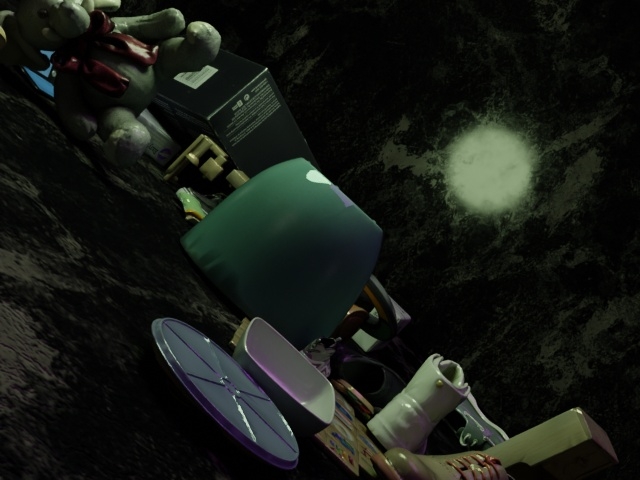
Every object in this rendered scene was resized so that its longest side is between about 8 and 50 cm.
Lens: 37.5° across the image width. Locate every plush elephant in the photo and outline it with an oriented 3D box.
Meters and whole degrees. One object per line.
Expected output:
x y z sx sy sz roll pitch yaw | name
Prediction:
-0.369 -0.316 1.503 0.330 0.272 0.255 26 -14 51 | plush elephant

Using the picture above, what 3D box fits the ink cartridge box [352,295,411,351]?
0.101 0.162 2.337 0.211 0.121 0.289 45 4 11 | ink cartridge box

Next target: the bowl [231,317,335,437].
-0.050 0.167 1.103 0.142 0.053 0.142 43 10 -6 | bowl

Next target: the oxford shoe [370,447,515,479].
0.171 0.314 1.243 0.123 0.130 0.348 54 7 31 | oxford shoe

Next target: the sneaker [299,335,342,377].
0.009 0.174 1.444 0.038 0.069 0.098 47 4 27 | sneaker

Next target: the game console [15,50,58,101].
-0.474 -0.299 1.648 0.071 0.107 0.122 16 -6 18 | game console

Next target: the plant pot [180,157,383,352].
-0.040 0.010 1.534 0.293 0.235 0.293 43 2 -2 | plant pot

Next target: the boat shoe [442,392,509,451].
0.351 0.460 2.222 0.099 0.116 0.319 -12 51 -31 | boat shoe

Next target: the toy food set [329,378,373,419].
0.054 0.253 1.511 0.082 0.020 0.083 37 -11 31 | toy food set

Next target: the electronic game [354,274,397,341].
0.070 0.108 1.877 0.229 0.048 0.229 43 -21 21 | electronic game

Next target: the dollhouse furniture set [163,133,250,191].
-0.224 -0.116 1.889 0.151 0.123 0.144 45 4 0 | dollhouse furniture set

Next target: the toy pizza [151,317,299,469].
-0.099 0.156 0.935 0.201 0.032 0.201 45 4 -4 | toy pizza

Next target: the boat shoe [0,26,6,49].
-0.513 -0.301 1.339 0.059 0.063 0.170 49 15 29 | boat shoe

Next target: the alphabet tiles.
-0.013 0.221 1.318 0.285 0.011 0.342 44 4 -2 | alphabet tiles

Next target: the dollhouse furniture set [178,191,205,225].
-0.195 -0.045 1.780 0.152 0.058 0.076 40 22 -45 | dollhouse furniture set

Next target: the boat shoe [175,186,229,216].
-0.197 -0.057 1.886 0.228 0.076 0.080 41 5 -46 | boat shoe

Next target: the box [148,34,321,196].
-0.215 -0.261 2.135 0.343 0.179 0.312 31 -23 44 | box

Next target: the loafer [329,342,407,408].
0.084 0.241 1.599 0.223 0.076 0.078 35 -5 -37 | loafer

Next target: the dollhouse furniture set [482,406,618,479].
0.452 0.547 1.707 0.362 0.256 0.394 40 27 -45 | dollhouse furniture set

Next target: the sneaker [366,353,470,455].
0.173 0.270 1.517 0.108 0.169 0.292 46 -1 12 | sneaker

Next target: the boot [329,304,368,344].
-0.016 0.102 1.809 0.220 0.109 0.283 47 1 7 | boot

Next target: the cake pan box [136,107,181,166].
-0.438 -0.297 2.013 0.246 0.070 0.267 49 6 34 | cake pan box
